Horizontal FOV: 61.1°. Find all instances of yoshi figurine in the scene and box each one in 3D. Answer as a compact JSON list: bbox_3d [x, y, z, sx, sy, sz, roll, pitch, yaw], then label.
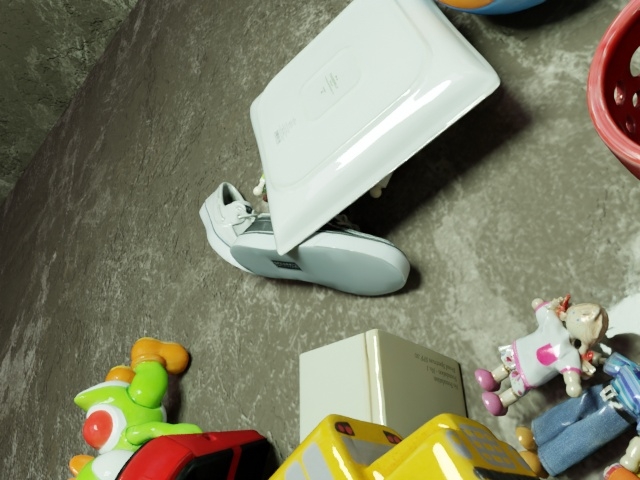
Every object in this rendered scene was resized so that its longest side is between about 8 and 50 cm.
[{"bbox_3d":[-0.276,0.345,0.882,0.203,0.203,0.362,-10,35,-1],"label":"yoshi figurine"}]

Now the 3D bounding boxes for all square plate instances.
[{"bbox_3d":[0.027,-0.201,0.752,0.344,0.049,0.347,-37,43,22],"label":"square plate"}]

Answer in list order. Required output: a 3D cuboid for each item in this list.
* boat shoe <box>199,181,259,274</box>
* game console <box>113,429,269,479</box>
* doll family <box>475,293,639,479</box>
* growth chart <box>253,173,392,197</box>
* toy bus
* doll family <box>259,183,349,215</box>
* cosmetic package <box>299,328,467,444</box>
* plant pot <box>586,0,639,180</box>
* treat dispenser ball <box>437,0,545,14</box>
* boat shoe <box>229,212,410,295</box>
[{"bbox_3d":[-0.152,-0.032,0.970,0.084,0.095,0.258,-58,40,13],"label":"boat shoe"},{"bbox_3d":[-0.168,0.406,0.586,0.060,0.342,0.387,12,76,13],"label":"game console"},{"bbox_3d":[0.242,0.162,0.441,0.163,0.118,0.263,-46,24,29],"label":"doll family"},{"bbox_3d":[0.022,-0.135,0.812,0.237,0.021,0.172,6,66,33],"label":"growth chart"},{"bbox_3d":[-0.001,0.247,0.395,0.333,0.108,0.130,-51,40,13],"label":"toy bus"},{"bbox_3d":[-0.013,-0.091,0.869,0.193,0.076,0.111,-9,58,42],"label":"doll family"},{"bbox_3d":[0.070,0.260,0.517,0.113,0.160,0.309,-27,52,35],"label":"cosmetic package"},{"bbox_3d":[0.332,-0.101,0.415,0.191,0.174,0.191,-25,52,37],"label":"plant pot"},{"bbox_3d":[0.212,-0.417,0.630,0.288,0.288,0.288,-25,53,37],"label":"treat dispenser ball"},{"bbox_3d":[0.002,0.003,0.775,0.306,0.113,0.105,0,51,46],"label":"boat shoe"}]
